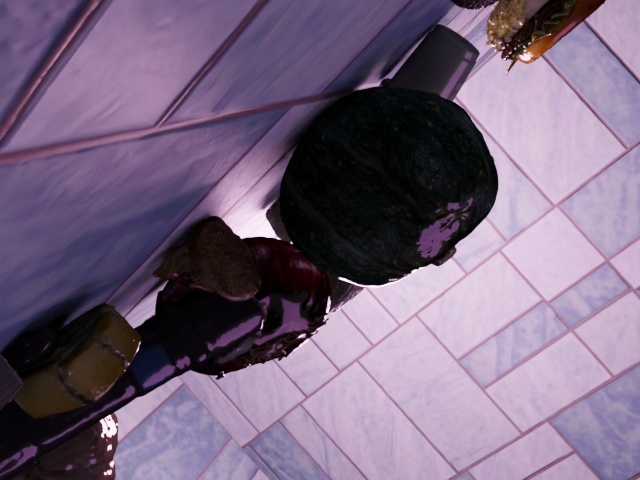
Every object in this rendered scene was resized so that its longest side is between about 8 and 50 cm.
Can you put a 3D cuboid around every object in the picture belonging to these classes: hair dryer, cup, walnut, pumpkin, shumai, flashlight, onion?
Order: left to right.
[{"bbox_3d":[-0.292,0.104,0.690,0.079,0.031,0.083,-31,-169,18],"label":"hair dryer"},{"bbox_3d":[-0.417,0.334,1.039,0.224,0.224,0.224,-42,179,-1],"label":"walnut"},{"bbox_3d":[-0.270,0.181,0.879,0.424,0.103,0.103,-31,175,-22],"label":"flashlight"},{"bbox_3d":[-0.141,0.033,0.890,0.105,0.123,0.139,-29,-159,37],"label":"shumai"},{"bbox_3d":[-0.138,0.106,1.154,0.314,0.232,0.314,-19,148,-13],"label":"onion"},{"bbox_3d":[0.079,-0.067,0.887,0.293,0.263,0.197,-43,173,19],"label":"pumpkin"},{"bbox_3d":[0.165,-0.244,0.997,0.141,0.120,0.120,-57,172,27],"label":"cup"}]

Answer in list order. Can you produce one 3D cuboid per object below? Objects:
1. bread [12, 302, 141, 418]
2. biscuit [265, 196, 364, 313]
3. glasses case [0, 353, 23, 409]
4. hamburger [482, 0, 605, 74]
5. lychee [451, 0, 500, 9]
[{"bbox_3d":[-0.269,0.130,0.715,0.156,0.064,0.117,-25,-158,24],"label":"bread"},{"bbox_3d":[0.000,0.000,1.248,0.147,0.250,0.046,-41,160,26],"label":"biscuit"},{"bbox_3d":[-0.374,0.193,0.650,0.205,0.047,0.071,-42,178,25],"label":"glasses case"},{"bbox_3d":[0.420,-0.439,1.240,0.262,0.138,0.243,-41,-179,-12],"label":"hamburger"},{"bbox_3d":[0.175,-0.285,0.716,0.083,0.068,0.067,-39,139,17],"label":"lychee"}]
